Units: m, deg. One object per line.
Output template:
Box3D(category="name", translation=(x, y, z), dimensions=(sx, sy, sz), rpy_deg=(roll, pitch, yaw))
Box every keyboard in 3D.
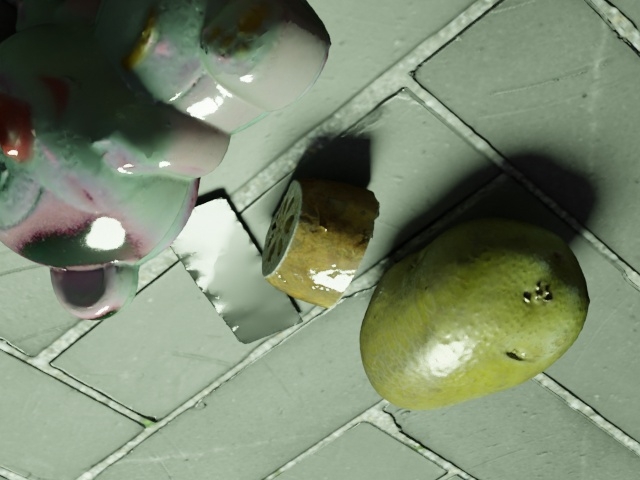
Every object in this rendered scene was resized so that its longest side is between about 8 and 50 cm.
Box3D(category="keyboard", translation=(-0.087, 0.031, 1.293), dimensions=(0.074, 0.015, 0.196), rpy_deg=(-24, 133, 8))

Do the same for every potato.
Box3D(category="potato", translation=(0.138, 0.080, 1.279), dimensions=(0.251, 0.159, 0.174), rpy_deg=(-33, 106, 32))

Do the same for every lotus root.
Box3D(category="lotus root", translation=(0.000, 0.002, 1.209), dimensions=(0.081, 0.112, 0.122), rpy_deg=(18, 129, -15))

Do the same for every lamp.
Box3D(category="lamp", translation=(-0.141, -0.110, 1.041), dimensions=(0.301, 0.247, 0.247), rpy_deg=(-42, 167, 13))
